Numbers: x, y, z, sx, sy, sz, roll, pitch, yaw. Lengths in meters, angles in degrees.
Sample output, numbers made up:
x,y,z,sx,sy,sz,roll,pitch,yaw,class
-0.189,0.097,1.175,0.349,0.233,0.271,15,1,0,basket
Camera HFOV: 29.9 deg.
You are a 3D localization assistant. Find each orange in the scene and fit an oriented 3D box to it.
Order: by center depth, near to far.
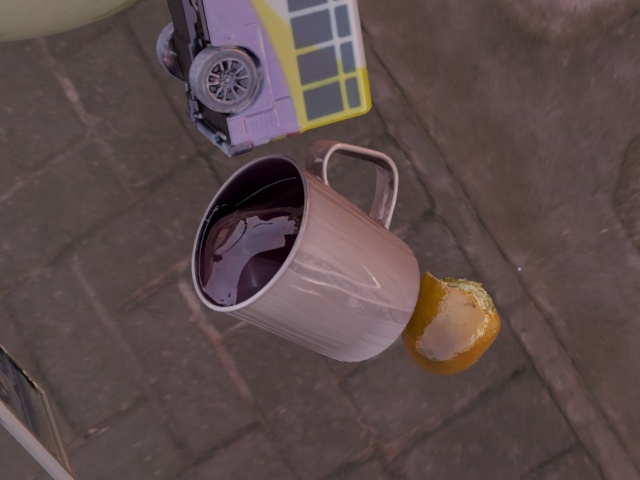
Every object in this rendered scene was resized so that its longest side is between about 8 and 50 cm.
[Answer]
x,y,z,sx,sy,sz,roll,pitch,yaw,class
0.179,0.131,1.740,0.160,0.112,0.170,-5,131,36,orange

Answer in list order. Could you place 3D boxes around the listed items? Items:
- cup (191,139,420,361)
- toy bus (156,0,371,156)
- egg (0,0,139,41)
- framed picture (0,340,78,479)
x,y,z,sx,sy,sz,roll,pitch,yaw,class
-0.014,0.006,1.672,0.208,0.273,0.288,-18,55,37,cup
-0.085,-0.356,1.462,0.249,0.209,0.440,-17,115,-15,toy bus
-0.140,-0.181,0.398,0.219,0.269,0.219,-26,55,44,egg
-0.423,0.193,1.612,0.024,0.315,0.232,-38,115,-5,framed picture
